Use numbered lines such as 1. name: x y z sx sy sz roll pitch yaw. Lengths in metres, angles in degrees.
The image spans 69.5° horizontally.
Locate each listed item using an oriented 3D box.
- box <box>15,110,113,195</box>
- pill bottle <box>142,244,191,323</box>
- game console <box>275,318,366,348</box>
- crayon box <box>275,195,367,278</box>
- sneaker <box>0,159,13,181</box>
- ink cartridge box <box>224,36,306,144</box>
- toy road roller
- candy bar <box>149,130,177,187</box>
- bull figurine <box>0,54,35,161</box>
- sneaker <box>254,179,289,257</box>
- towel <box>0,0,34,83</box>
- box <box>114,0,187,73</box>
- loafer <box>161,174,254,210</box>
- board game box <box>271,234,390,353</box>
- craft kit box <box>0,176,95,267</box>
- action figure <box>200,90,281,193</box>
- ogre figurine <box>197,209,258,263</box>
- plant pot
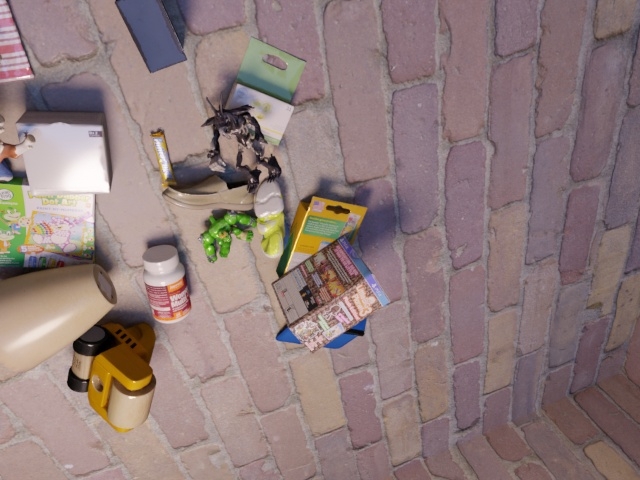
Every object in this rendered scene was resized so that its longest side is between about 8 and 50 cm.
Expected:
1. box: -0.620 -0.216 1.137 0.181 0.119 0.181 -4 120 -19
2. pill bottle: -0.468 0.132 1.401 0.121 0.121 0.221 -10 122 -15
3. game console: 0.010 0.282 1.732 0.293 0.173 0.250 15 82 -28
4. crayon box: 0.000 0.000 1.526 0.203 0.083 0.322 10 116 -26
5. sneaker: -0.796 -0.232 1.084 0.081 0.080 0.211 -25 125 -4
6. ink cartridge box: -0.151 -0.398 1.251 0.171 0.056 0.235 15 115 -27
7. toy road roller: -0.584 0.381 1.402 0.241 0.330 0.202 -18 135 -55
8. candy bar: -0.432 -0.221 1.268 0.040 0.018 0.161 -13 124 -14
9. bull figurine: -0.754 -0.297 0.978 0.188 0.101 0.310 -13 107 15
10. sneaker: -0.147 -0.067 1.439 0.091 0.126 0.240 1 94 10
11. towel: -0.739 -0.445 1.014 0.144 0.029 0.197 -12 125 -14
12. box: -0.382 -0.482 1.047 0.093 0.158 0.156 -24 124 -6
13. loafer: -0.314 -0.142 1.316 0.269 0.102 0.092 -1 111 -35
14. board game box: 0.025 0.163 1.440 0.291 0.232 0.141 -33 126 1
15. craft kit box: -0.739 -0.042 1.236 0.250 0.061 0.246 2 116 -22
16. action figure: -0.208 -0.247 1.209 0.164 0.141 0.275 -18 138 17
17. ogre figurine: -0.289 -0.020 1.401 0.197 0.096 0.118 -25 145 13
18. plant pot: -0.714 0.177 1.253 0.274 0.256 0.256 -25 125 -7
